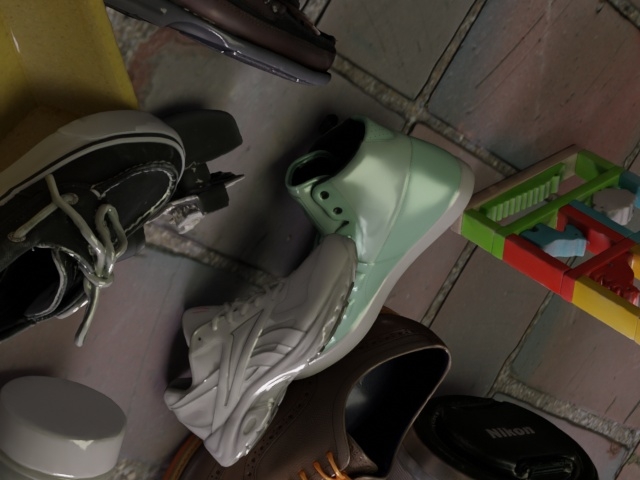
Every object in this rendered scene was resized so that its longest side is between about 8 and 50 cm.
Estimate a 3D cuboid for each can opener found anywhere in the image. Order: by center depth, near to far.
[{"bbox_3d":[-0.175,-0.019,1.374,0.280,0.074,0.093,-28,101,-37],"label":"can opener"}]

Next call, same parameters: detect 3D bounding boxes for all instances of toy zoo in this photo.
[{"bbox_3d":[0.296,0.008,1.744,0.192,0.293,0.030,-26,134,-35],"label":"toy zoo"}]

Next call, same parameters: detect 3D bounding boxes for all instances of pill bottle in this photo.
[{"bbox_3d":[-0.232,0.230,1.428,0.131,0.131,0.229,-3,118,-49],"label":"pill bottle"}]

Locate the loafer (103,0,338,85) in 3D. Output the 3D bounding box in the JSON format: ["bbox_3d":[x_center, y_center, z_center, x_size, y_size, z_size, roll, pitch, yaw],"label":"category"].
[{"bbox_3d":[-0.078,-0.190,1.316,0.302,0.109,0.095,16,99,-51],"label":"loafer"}]

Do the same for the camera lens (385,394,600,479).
[{"bbox_3d":[0.152,0.314,1.872,0.219,0.219,0.274,-6,121,-48],"label":"camera lens"}]

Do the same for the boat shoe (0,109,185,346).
[{"bbox_3d":[-0.184,0.008,1.189,0.306,0.105,0.113,-27,141,-45],"label":"boat shoe"}]

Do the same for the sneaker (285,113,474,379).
[{"bbox_3d":[0.000,-0.001,1.582,0.151,0.094,0.256,28,108,-33],"label":"sneaker"}]

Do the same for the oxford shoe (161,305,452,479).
[{"bbox_3d":[-0.026,0.202,1.621,0.364,0.133,0.130,-50,120,-15],"label":"oxford shoe"}]

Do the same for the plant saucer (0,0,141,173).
[{"bbox_3d":[-0.280,-0.073,1.145,0.333,0.081,0.333,-46,151,-21],"label":"plant saucer"}]

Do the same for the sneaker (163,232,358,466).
[{"bbox_3d":[-0.058,0.078,1.528,0.232,0.115,0.090,-55,179,16],"label":"sneaker"}]
